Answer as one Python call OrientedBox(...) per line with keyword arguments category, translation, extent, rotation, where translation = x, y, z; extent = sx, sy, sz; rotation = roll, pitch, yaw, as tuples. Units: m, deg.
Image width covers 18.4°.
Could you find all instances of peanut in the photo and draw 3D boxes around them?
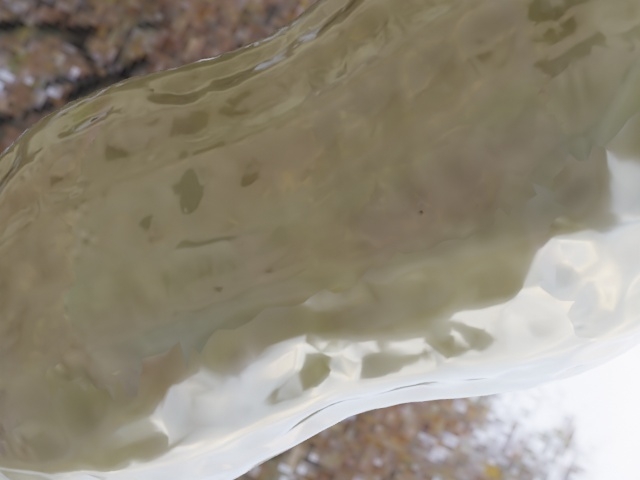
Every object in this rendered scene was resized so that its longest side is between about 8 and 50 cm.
OrientedBox(category="peanut", translation=(0.000, 0.000, 0.499), extent=(0.256, 0.123, 0.123), rotation=(-26, -139, 20))
